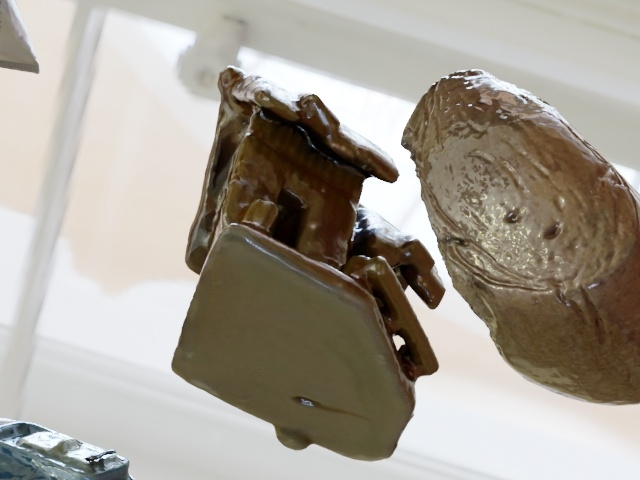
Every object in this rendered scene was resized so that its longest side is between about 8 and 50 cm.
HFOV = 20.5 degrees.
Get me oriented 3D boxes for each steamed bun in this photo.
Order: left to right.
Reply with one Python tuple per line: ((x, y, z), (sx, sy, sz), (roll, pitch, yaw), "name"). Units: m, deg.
((0.111, 0.000, 0.897), (0.106, 0.145, 0.175), (-41, 46, 8), "steamed bun")

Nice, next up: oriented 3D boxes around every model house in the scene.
((0.000, 0.001, 1.240), (0.219, 0.199, 0.229), (-49, 25, 50), "model house")

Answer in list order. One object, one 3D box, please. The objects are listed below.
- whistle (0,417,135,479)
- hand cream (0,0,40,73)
((-0.191, 0.134, 0.947), (0.180, 0.269, 0.093), (-13, -70, -52), "whistle")
((-0.172, -0.114, 0.786), (0.142, 0.084, 0.053), (-108, 29, -50), "hand cream")
